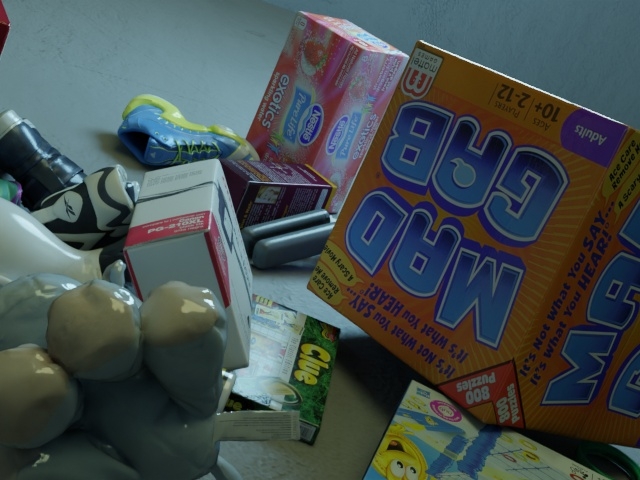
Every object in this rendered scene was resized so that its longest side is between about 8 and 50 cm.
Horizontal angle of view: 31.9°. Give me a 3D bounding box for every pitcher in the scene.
[{"bbox_3d":[-0.325,0.033,1.177,0.207,0.125,0.178,22,11,-30],"label":"pitcher"}]

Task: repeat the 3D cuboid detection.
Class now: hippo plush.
[{"bbox_3d":[-0.185,0.096,1.015,0.294,0.234,0.236,8,26,-33],"label":"hippo plush"}]

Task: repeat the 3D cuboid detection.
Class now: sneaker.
[{"bbox_3d":[-0.369,-0.086,1.489,0.163,0.086,0.226,44,-5,-7],"label":"sneaker"},{"bbox_3d":[-0.221,-0.141,1.801,0.240,0.091,0.126,25,39,3],"label":"sneaker"},{"bbox_3d":[-0.287,-0.011,1.374,0.153,0.094,0.235,-18,-9,-1],"label":"sneaker"}]

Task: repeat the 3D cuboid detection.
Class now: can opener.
[{"bbox_3d":[0.000,0.000,1.674,0.280,0.093,0.074,-11,36,-42],"label":"can opener"}]

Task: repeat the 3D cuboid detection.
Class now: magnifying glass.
[{"bbox_3d":[0.385,0.320,1.368,0.092,0.026,0.231,15,20,-23],"label":"magnifying glass"}]

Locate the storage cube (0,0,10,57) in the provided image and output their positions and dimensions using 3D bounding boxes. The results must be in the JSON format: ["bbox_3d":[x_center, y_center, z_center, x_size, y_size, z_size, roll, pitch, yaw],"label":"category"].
[{"bbox_3d":[-0.573,-0.283,1.606,0.193,0.184,0.215,13,22,-29],"label":"storage cube"}]

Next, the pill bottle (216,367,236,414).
[{"bbox_3d":[-0.151,0.147,1.165,0.116,0.065,0.065,22,21,-1],"label":"pill bottle"}]

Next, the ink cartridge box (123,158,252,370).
[{"bbox_3d":[-0.146,0.027,1.287,0.100,0.172,0.237,-13,23,3],"label":"ink cartridge box"}]

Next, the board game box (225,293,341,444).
[{"bbox_3d":[-0.052,0.144,1.331,0.136,0.030,0.260,24,21,-4],"label":"board game box"}]

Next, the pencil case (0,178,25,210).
[{"bbox_3d":[-0.439,-0.053,1.351,0.151,0.065,0.070,10,8,-30],"label":"pencil case"}]

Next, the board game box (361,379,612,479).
[{"bbox_3d":[0.182,0.297,1.117,0.308,0.086,0.302,26,20,7],"label":"board game box"}]

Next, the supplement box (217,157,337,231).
[{"bbox_3d":[-0.080,-0.058,1.685,0.188,0.104,0.081,0,30,-46],"label":"supplement box"}]

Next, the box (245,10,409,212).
[{"bbox_3d":[-0.001,-0.207,1.852,0.154,0.300,0.142,36,22,28],"label":"box"}]

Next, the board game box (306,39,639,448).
[{"bbox_3d":[0.275,0.008,1.419,0.356,0.357,0.356,16,12,-42],"label":"board game box"}]
